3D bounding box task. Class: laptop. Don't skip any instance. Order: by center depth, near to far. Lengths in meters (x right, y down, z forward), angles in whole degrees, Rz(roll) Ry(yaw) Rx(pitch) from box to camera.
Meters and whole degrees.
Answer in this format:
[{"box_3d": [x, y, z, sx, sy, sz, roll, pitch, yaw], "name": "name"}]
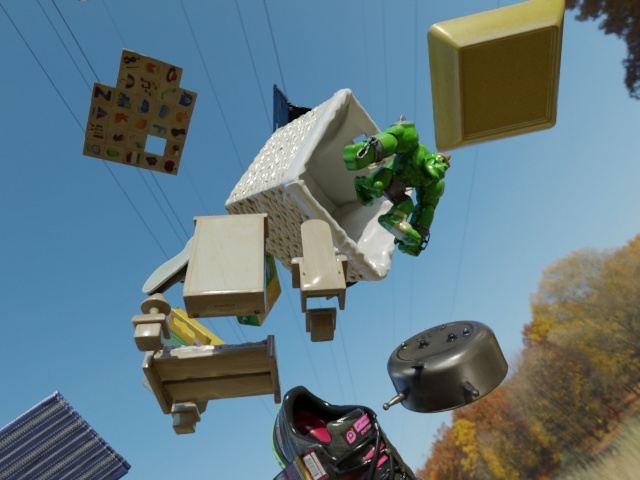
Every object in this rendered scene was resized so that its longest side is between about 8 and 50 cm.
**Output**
[{"box_3d": [-0.045, -0.315, 1.320, 0.136, 0.264, 0.235, -10, -49, -19], "name": "laptop"}]

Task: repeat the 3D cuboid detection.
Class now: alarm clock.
[{"box_3d": [0.151, 0.135, 0.522, 0.129, 0.064, 0.192, -23, -3, 32], "name": "alarm clock"}]

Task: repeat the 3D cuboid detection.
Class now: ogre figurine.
[{"box_3d": [0.109, -0.079, 0.586, 0.197, 0.096, 0.118, 42, -109, -18], "name": "ogre figurine"}]

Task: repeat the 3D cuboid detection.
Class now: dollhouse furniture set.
[{"box_3d": [-0.117, 0.146, 0.732, 0.302, 0.174, 0.356, -3, -49, -4], "name": "dollhouse furniture set"}]

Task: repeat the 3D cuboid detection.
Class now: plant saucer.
[{"box_3d": [0.452, -0.393, 1.096, 0.332, 0.081, 0.333, -12, -59, 3], "name": "plant saucer"}]

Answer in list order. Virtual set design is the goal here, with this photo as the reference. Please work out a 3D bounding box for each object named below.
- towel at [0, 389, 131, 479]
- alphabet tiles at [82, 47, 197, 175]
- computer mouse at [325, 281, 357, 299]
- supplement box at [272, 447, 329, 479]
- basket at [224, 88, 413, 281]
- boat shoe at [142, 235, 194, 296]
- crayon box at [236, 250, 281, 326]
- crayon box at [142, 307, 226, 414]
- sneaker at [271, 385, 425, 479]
[{"box_3d": [-0.720, 0.600, 1.201, 0.243, 0.040, 0.336, -35, -69, -14], "name": "towel"}, {"box_3d": [-0.379, -0.268, 0.933, 0.198, 0.009, 0.238, 10, -65, -28], "name": "alphabet tiles"}, {"box_3d": [0.095, 0.104, 1.446, 0.184, 0.060, 0.262, -27, -16, -31], "name": "computer mouse"}, {"box_3d": [-0.034, 0.401, 0.739, 0.043, 0.055, 0.083, 0, -44, -51], "name": "supplement box"}, {"box_3d": [0.010, -0.105, 1.050, 0.328, 0.266, 0.332, 47, -131, -28], "name": "basket"}, {"box_3d": [-0.413, 0.080, 1.364, 0.302, 0.114, 0.091, -46, -56, -30], "name": "boat shoe"}, {"box_3d": [-0.204, 0.095, 1.298, 0.165, 0.081, 0.279, -59, -34, -51], "name": "crayon box"}, {"box_3d": [-0.399, 0.347, 1.286, 0.083, 0.203, 0.323, -22, -43, -57], "name": "crayon box"}, {"box_3d": [0.080, 0.459, 0.884, 0.185, 0.482, 0.203, -28, -52, -48], "name": "sneaker"}]
